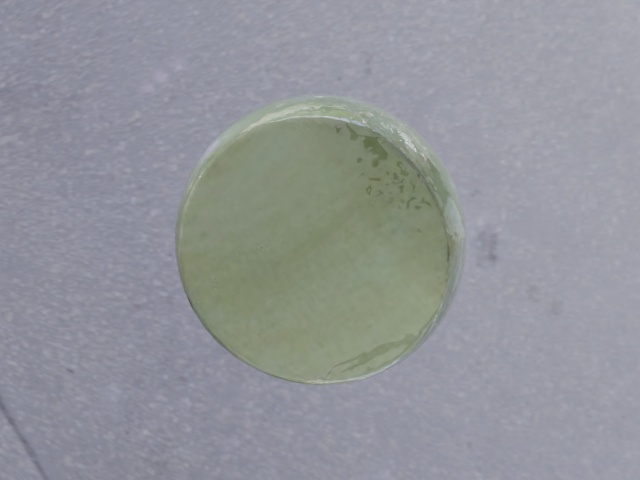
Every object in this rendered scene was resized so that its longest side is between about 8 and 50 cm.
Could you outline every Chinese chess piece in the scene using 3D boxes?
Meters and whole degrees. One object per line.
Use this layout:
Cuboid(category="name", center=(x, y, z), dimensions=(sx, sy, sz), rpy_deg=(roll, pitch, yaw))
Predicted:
Cuboid(category="Chinese chess piece", center=(0.000, 0.000, 1.070), dimensions=(0.250, 0.101, 0.250), rpy_deg=(3, 105, 10))
